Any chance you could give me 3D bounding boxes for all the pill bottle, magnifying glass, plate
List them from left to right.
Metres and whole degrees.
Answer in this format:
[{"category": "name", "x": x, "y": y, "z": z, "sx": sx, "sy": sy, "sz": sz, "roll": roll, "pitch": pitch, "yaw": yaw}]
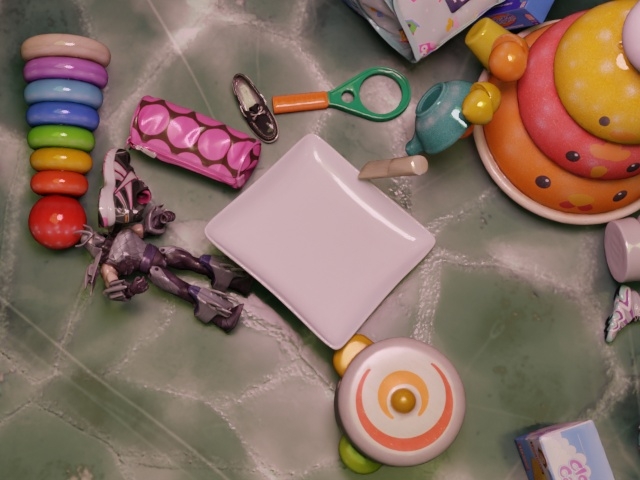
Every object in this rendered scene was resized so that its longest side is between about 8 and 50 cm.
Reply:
[{"category": "plate", "x": 0.000, "y": 0.000, "z": 1.600, "sx": 0.278, "sy": 0.045, "sz": 0.277, "roll": 41, "pitch": 59, "yaw": 6}, {"category": "magnifying glass", "x": 0.036, "y": -0.236, "z": 1.696, "sx": 0.231, "sy": 0.026, "sz": 0.092, "roll": -6, "pitch": 80, "yaw": -5}, {"category": "pill bottle", "x": 0.574, "y": 0.002, "z": 1.618, "sx": 0.221, "sy": 0.121, "sz": 0.121, "roll": -8, "pitch": 79, "yaw": -4}]

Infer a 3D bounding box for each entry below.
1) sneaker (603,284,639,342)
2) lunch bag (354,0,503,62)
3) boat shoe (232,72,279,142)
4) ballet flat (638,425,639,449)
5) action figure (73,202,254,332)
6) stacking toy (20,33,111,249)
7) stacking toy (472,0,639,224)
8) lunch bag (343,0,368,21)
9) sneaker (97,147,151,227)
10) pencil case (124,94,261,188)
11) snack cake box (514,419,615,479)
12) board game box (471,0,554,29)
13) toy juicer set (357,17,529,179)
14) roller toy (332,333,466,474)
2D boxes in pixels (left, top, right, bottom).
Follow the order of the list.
[{"category": "sneaker", "x": 0.498, "y": 0.125, "z": 1.633, "sx": 0.069, "sy": 0.038, "sz": 0.098, "roll": 21, "pitch": 79, "yaw": 3}, {"category": "lunch bag", "x": 0.153, "y": -0.434, "z": 1.582, "sx": 0.223, "sy": 0.160, "sz": 0.262, "roll": -39, "pitch": 91, "yaw": -9}, {"category": "boat shoe", "x": -0.108, "y": -0.219, "z": 1.676, "sx": 0.046, "sy": 0.038, "sz": 0.125, "roll": -25, "pitch": 81, "yaw": 0}, {"category": "ballet flat", "x": 0.564, "y": 0.236, "z": 1.604, "sx": 0.077, "sy": 0.091, "sz": 0.241, "roll": 26, "pitch": 82, "yaw": -28}, {"category": "action figure", "x": -0.246, "y": 0.035, "z": 1.587, "sx": 0.285, "sy": 0.099, "sz": 0.185, "roll": 21, "pitch": 61, "yaw": -6}, {"category": "stacking toy", "x": -0.405, "y": -0.150, "z": 1.613, "sx": 0.141, "sy": 0.141, "sz": 0.330, "roll": 0, "pitch": 84, "yaw": -2}, {"category": "stacking toy", "x": 0.426, "y": -0.234, "z": 1.476, "sx": 0.351, "sy": 0.480, "sz": 0.350, "roll": 0, "pitch": 79, "yaw": -1}, {"category": "lunch bag", "x": 0.148, "y": -0.454, "z": 1.707, "sx": 0.176, "sy": 0.090, "sz": 0.219, "roll": 35, "pitch": 81, "yaw": 4}, {"category": "sneaker", "x": -0.303, "y": -0.077, "z": 1.598, "sx": 0.077, "sy": 0.072, "sz": 0.178, "roll": 4, "pitch": 41, "yaw": -9}, {"category": "pencil case", "x": -0.203, "y": -0.152, "z": 1.636, "sx": 0.209, "sy": 0.095, "sz": 0.098, "roll": 19, "pitch": 47, "yaw": 2}, {"category": "snack cake box", "x": 0.389, "y": 0.406, "z": 1.517, "sx": 0.089, "sy": 0.152, "sz": 0.264, "roll": -17, "pitch": 80, "yaw": -5}, {"category": "board game box", "x": 0.345, "y": -0.444, "z": 1.677, "sx": 0.047, "sy": 0.160, "sz": 0.210, "roll": 34, "pitch": 77, "yaw": -25}, {"category": "toy juicer set", "x": 0.206, "y": -0.181, "z": 1.545, "sx": 0.089, "sy": 0.209, "sz": 0.329, "roll": 37, "pitch": 97, "yaw": -21}, {"category": "roller toy", "x": 0.118, "y": 0.242, "z": 1.541, "sx": 0.191, "sy": 0.146, "sz": 0.209, "roll": -4, "pitch": 79, "yaw": -4}]
